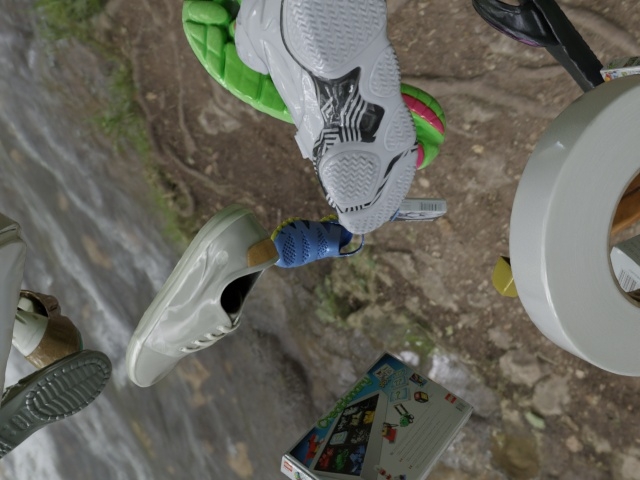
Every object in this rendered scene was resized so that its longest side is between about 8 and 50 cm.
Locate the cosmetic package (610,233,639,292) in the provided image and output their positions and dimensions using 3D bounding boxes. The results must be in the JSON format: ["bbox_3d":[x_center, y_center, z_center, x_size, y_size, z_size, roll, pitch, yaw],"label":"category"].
[{"bbox_3d":[0.608,0.027,1.097,0.117,0.231,0.085,55,163,39],"label":"cosmetic package"}]

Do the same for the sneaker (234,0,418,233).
[{"bbox_3d":[0.005,-0.192,0.847,0.210,0.137,0.365,43,155,49],"label":"sneaker"}]

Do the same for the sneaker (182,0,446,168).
[{"bbox_3d":[-0.021,-0.256,1.110,0.483,0.185,0.202,32,175,-17],"label":"sneaker"}]

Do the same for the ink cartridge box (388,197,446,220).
[{"bbox_3d":[0.230,-0.081,1.853,0.206,0.208,0.045,1,83,-1],"label":"ink cartridge box"}]

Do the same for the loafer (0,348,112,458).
[{"bbox_3d":[-0.447,0.242,1.022,0.087,0.251,0.094,36,151,51],"label":"loafer"}]

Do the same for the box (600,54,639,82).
[{"bbox_3d":[0.588,-0.232,1.160,0.207,0.036,0.114,50,163,-24],"label":"box"}]

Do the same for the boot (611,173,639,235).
[{"bbox_3d":[0.760,-0.089,1.462,0.280,0.264,0.096,-31,139,22],"label":"boot"}]

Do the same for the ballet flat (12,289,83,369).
[{"bbox_3d":[-0.579,0.172,1.342,0.124,0.116,0.342,36,177,-32],"label":"ballet flat"}]

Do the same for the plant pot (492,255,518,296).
[{"bbox_3d":[0.498,0.100,1.725,0.083,0.081,0.081,-65,31,25],"label":"plant pot"}]

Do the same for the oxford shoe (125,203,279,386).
[{"bbox_3d":[-0.213,0.132,1.157,0.130,0.169,0.449,43,122,9],"label":"oxford shoe"}]

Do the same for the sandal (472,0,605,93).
[{"bbox_3d":[0.388,-0.415,1.254,0.107,0.167,0.445,-40,93,17],"label":"sandal"}]

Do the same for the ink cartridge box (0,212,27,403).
[{"bbox_3d":[-0.386,0.027,0.464,0.307,0.129,0.223,29,120,8],"label":"ink cartridge box"}]

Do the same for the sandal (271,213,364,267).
[{"bbox_3d":[0.000,0.000,1.752,0.138,0.317,0.126,17,115,41],"label":"sandal"}]

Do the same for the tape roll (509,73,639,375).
[{"bbox_3d":[0.423,-0.017,0.846,0.072,0.392,0.392,28,140,67],"label":"tape roll"}]

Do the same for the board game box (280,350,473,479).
[{"bbox_3d":[0.104,0.335,1.125,0.193,0.305,0.053,31,134,25],"label":"board game box"}]
